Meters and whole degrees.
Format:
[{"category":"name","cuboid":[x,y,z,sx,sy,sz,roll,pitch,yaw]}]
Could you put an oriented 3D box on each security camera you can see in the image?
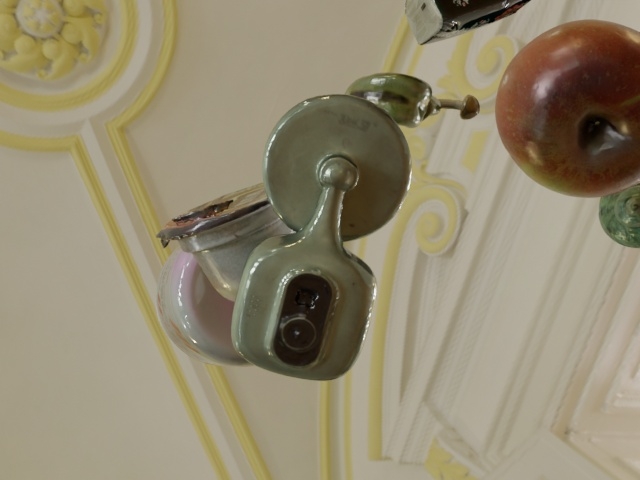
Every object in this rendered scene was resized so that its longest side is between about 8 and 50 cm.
[{"category":"security camera","cuboid":[0.000,0.000,0.717,0.157,0.080,0.302,13,-78,-3]}]

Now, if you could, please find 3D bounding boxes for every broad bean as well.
[{"category":"broad bean","cuboid":[0.112,-0.217,1.060,0.153,0.207,0.072,13,-78,3]}]

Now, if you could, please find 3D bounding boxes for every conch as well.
[{"category":"conch","cuboid":[0.712,-0.067,1.575,0.121,0.188,0.176,-8,-95,-8]}]

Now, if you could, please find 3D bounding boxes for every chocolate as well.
[{"category":"chocolate","cuboid":[-0.096,0.010,0.889,0.221,0.221,0.147,-19,-79,-20]}]

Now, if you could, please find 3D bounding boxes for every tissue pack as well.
[{"category":"tissue pack","cuboid":[0.217,-0.354,1.004,0.170,0.103,0.091,-21,-91,-12]}]

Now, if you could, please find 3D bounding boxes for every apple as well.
[{"category":"apple","cuboid":[0.522,-0.260,1.355,0.348,0.277,0.349,5,-63,11]}]

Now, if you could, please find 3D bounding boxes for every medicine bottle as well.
[{"category":"medicine bottle","cuboid":[-0.176,0.103,1.275,0.256,0.325,0.256,3,-99,-23]}]

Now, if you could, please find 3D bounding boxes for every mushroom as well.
[{"category":"mushroom","cuboid":[0.126,-0.210,1.217,0.306,0.043,0.068,-11,-76,21]}]
